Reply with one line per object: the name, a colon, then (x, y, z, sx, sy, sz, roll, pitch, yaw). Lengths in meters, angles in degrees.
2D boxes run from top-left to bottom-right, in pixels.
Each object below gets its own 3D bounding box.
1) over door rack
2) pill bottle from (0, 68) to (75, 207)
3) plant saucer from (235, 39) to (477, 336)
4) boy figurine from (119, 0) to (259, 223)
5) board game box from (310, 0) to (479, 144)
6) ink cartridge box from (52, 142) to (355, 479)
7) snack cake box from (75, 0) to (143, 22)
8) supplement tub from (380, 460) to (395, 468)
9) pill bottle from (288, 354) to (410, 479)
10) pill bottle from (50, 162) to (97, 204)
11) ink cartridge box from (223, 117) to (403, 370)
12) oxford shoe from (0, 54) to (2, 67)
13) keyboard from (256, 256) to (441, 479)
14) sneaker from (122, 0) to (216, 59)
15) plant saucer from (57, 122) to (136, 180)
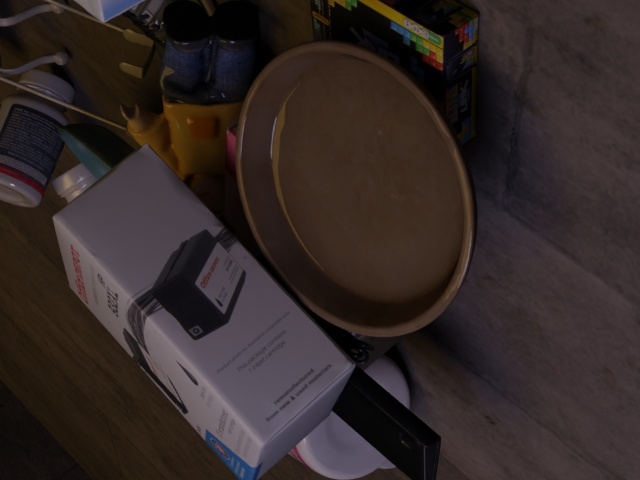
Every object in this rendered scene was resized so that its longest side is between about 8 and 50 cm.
over door rack: (-0.336, -0.259, 1.701, 0.324, 0.108, 0.239, 33, 151, 11)
pill bottle: (-0.420, -0.148, 1.860, 0.108, 0.180, 0.108, 18, 164, 5)
plant saucer: (0.033, -0.047, 1.176, 0.278, 0.041, 0.277, 20, 121, 37)
boy figurine: (-0.130, -0.124, 1.421, 0.092, 0.177, 0.285, -100, 13, -48)
board game box: (0.063, -0.172, 1.162, 0.170, 0.048, 0.141, 37, 149, 33)
ink cartridge box: (-0.125, 0.083, 1.338, 0.307, 0.129, 0.223, 47, 162, 11)
snack cake box: (-0.124, -0.302, 1.066, 0.152, 0.264, 0.089, 39, 151, 28)
supplement tub: (0.063, 0.256, 1.673, 0.071, 0.071, 0.107, 59, 154, -10)
pill bottle: (-0.030, 0.180, 1.626, 0.283, 0.160, 0.160, 18, 137, 56)
pill bottle: (-0.294, -0.018, 1.888, 0.216, 0.121, 0.121, 57, 155, -8)
ink cartridge box: (0.000, 0.000, 1.403, 0.207, 0.117, 0.283, 42, 152, 21)
oxford shoe: (-0.522, -0.404, 1.841, 0.147, 0.140, 0.397, 15, 139, 8)
keyboard: (0.006, 0.120, 1.373, 0.317, 0.033, 0.201, 38, 156, 26)
sneaker: (-0.204, -0.277, 1.406, 0.111, 0.121, 0.300, 18, 137, 52)
plant saucer: (-0.202, -0.040, 1.634, 0.317, 0.044, 0.317, 43, 171, 8)
